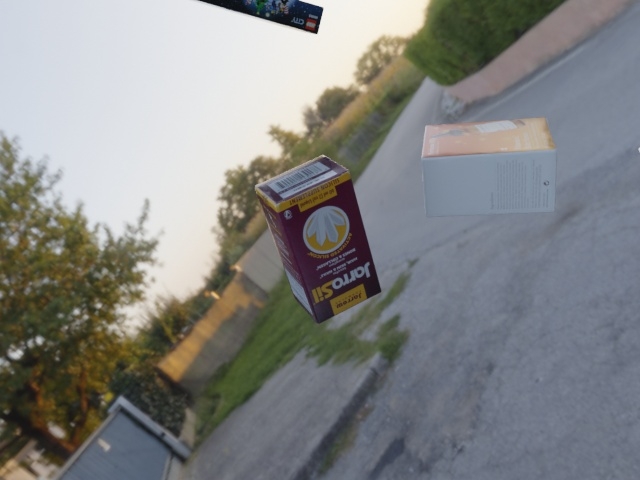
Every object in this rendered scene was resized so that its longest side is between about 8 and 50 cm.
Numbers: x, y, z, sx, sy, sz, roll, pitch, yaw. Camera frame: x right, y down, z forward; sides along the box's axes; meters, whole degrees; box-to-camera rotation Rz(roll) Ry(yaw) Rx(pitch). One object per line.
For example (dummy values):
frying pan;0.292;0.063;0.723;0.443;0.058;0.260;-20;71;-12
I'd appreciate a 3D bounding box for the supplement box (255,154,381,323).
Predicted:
supplement box;0.000;0.000;0.779;0.104;0.188;0.081;-26;31;-14

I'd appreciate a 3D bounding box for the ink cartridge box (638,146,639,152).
ink cartridge box;0.528;-0.089;0.688;0.189;0.232;0.066;-47;12;31

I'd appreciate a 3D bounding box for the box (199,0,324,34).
box;-0.122;-0.392;0.980;0.159;0.233;0.044;-116;39;-68

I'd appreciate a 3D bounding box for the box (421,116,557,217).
box;0.231;-0.104;0.833;0.130;0.170;0.091;-70;-25;-57
